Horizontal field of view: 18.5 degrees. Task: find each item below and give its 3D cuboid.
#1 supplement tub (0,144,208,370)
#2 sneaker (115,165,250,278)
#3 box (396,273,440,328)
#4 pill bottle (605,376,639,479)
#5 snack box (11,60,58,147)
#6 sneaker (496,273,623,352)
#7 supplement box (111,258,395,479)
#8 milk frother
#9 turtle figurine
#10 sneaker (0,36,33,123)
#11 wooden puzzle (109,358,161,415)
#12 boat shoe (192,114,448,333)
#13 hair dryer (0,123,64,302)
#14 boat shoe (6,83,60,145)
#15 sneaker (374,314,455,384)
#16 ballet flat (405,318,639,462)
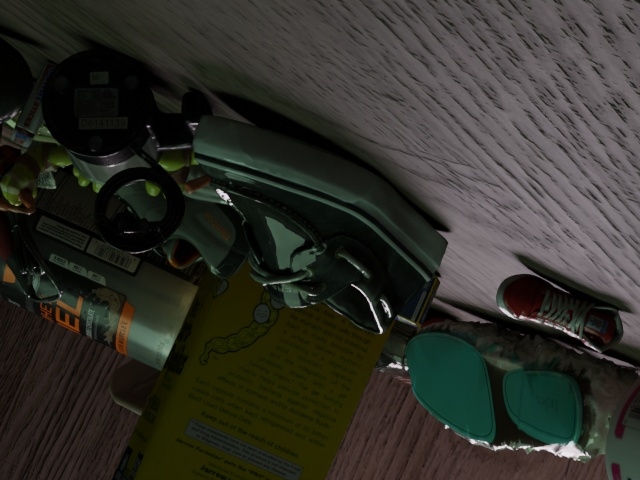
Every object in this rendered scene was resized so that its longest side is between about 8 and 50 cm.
[{"bbox_3d":[-0.284,0.017,2.503,0.338,0.207,0.207,24,175,7],"label":"supplement tub"},{"bbox_3d":[-0.157,-0.035,1.994,0.100,0.108,0.271,26,176,-41],"label":"sneaker"},{"bbox_3d":[0.037,0.032,2.048,0.169,0.059,0.054,23,176,9],"label":"box"},{"bbox_3d":[0.378,0.196,1.634,0.160,0.160,0.283,26,174,-25],"label":"pill bottle"},{"bbox_3d":[-0.258,-0.122,1.789,0.022,0.064,0.178,27,174,-9],"label":"snack box"},{"bbox_3d":[0.210,0.062,1.681,0.118,0.042,0.067,18,-177,-37],"label":"sneaker"},{"bbox_3d":[-0.072,0.163,2.199,0.195,0.356,0.194,25,174,-10],"label":"supplement box"},{"bbox_3d":[-0.156,-0.060,1.536,0.129,0.143,0.135,16,172,3],"label":"milk frother"},{"bbox_3d":[-0.191,-0.075,1.758,0.269,0.087,0.217,-7,-179,-1],"label":"turtle figurine"},{"bbox_3d":[-0.375,-0.174,1.619,0.286,0.109,0.130,22,168,2],"label":"sneaker"},{"bbox_3d":[-0.108,0.156,2.619,0.080,0.322,0.348,61,168,-12],"label":"wooden puzzle"},{"bbox_3d":[0.000,0.000,1.568,0.121,0.119,0.335,20,174,36],"label":"boat shoe"},{"bbox_3d":[-0.412,-0.055,2.357,0.080,0.223,0.293,-8,-159,-41],"label":"hair dryer"},{"bbox_3d":[-0.251,-0.120,1.915,0.153,0.048,0.056,30,-143,-23],"label":"boat shoe"},{"bbox_3d":[0.129,0.144,2.551,0.135,0.097,0.276,22,172,19],"label":"sneaker"},{"bbox_3d":[0.243,0.170,2.195,0.147,0.147,0.409,27,175,-26],"label":"ballet flat"}]
